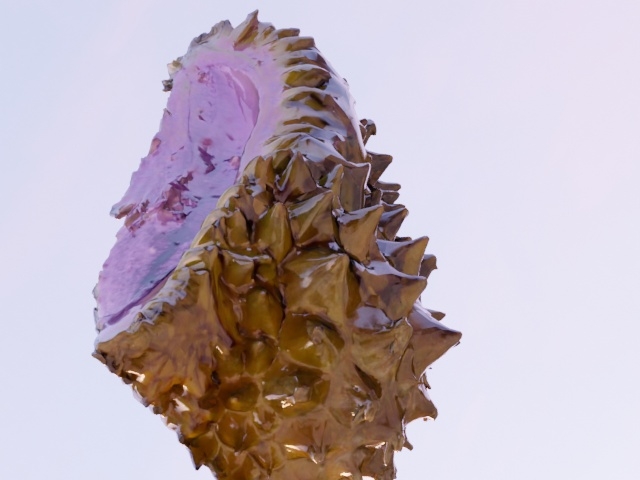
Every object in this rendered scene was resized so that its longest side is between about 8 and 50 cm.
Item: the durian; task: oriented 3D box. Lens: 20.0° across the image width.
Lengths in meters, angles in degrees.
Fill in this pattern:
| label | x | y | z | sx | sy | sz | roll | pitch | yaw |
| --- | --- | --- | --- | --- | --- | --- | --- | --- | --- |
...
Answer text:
| label | x | y | z | sx | sy | sz | roll | pitch | yaw |
| --- | --- | --- | --- | --- | --- | --- | --- | --- | --- |
| durian | -0.001 | 0.000 | 0.885 | 0.112 | 0.191 | 0.341 | -46 | 17 | 26 |
